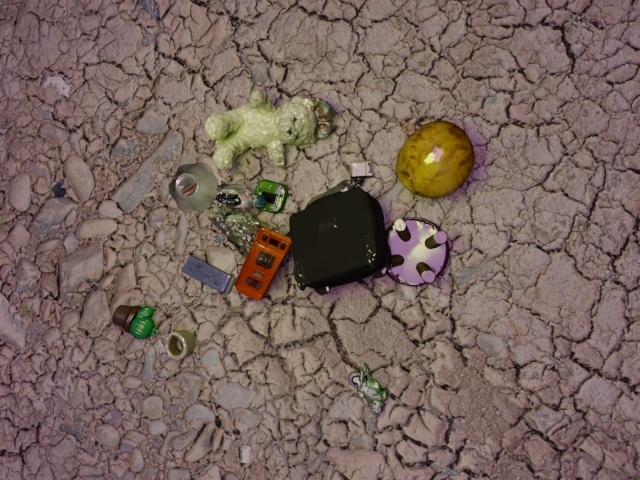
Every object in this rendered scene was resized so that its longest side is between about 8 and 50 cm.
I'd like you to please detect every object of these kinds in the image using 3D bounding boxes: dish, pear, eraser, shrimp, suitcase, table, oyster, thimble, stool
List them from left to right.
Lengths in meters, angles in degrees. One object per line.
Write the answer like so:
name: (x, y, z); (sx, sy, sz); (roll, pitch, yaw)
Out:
thimble: (-0.586, 0.434, 1.858); (0.102, 0.090, 0.115); (-36, 83, 7)
dish: (-0.550, -0.229, 1.884); (0.230, 0.081, 0.229); (0, 88, 9)
eraser: (-0.467, 0.144, 1.877); (0.225, 0.036, 0.081); (26, 90, 10)
oyster: (-0.308, -0.033, 1.809); (0.351, 0.158, 0.162); (31, 68, -7)
suitcase: (0.062, -0.003, 1.605); (0.345, 0.188, 0.339); (-21, 67, 28)
shrimp: (0.076, -0.131, 1.779); (0.289, 0.075, 0.178); (-29, 91, 7)
table: (0.162, -0.279, 1.763); (0.083, 0.079, 0.062); (-1, 89, 8)
stool: (0.347, 0.041, 1.667); (0.272, 0.178, 0.271); (0, 88, 12)
pear: (0.416, -0.288, 1.624); (0.281, 0.281, 0.280); (0, 88, 10)

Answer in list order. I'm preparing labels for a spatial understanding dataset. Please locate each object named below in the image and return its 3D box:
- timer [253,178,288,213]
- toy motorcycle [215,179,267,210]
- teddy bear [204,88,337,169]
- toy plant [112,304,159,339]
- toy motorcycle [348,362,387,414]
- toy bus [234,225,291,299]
timer: (-0.209, -0.181, 1.840); (0.140, 0.047, 0.127); (18, 91, 12)
toy motorcycle: (-0.315, -0.171, 1.783); (0.204, 0.239, 0.108); (9, 123, -15)
teddy bear: (-0.179, -0.418, 1.718); (0.362, 0.375, 0.327); (16, 133, 27)
toy plant: (-0.770, 0.338, 1.894); (0.201, 0.105, 0.142); (23, 77, -7)
toy motorcycle: (0.194, 0.576, 1.729); (0.106, 0.074, 0.190); (-37, 81, -3)
toy bus: (-0.234, 0.113, 1.716); (0.143, 0.153, 0.329); (26, 125, -8)
